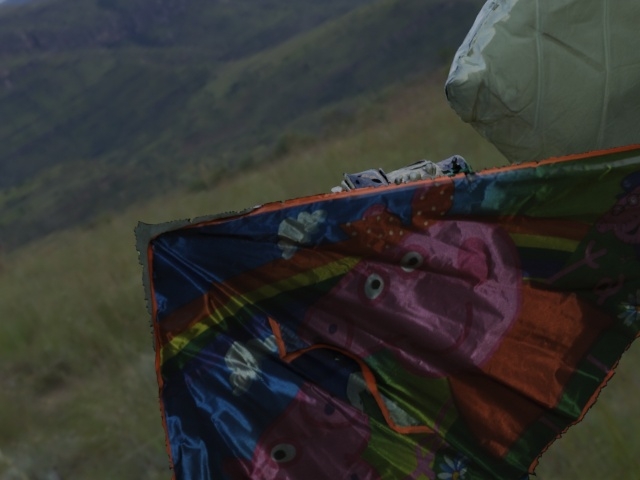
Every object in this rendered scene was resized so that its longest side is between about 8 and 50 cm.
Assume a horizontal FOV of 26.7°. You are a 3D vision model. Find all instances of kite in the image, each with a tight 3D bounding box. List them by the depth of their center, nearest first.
[{"bbox_3d":[0.029,0.050,0.444,0.321,0.234,0.016,-52,30,1],"label":"kite"}]

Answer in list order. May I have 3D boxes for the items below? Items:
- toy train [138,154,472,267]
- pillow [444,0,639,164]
[{"bbox_3d":[0.000,0.000,0.923,0.249,0.053,0.085,-19,-38,-18],"label":"toy train"},{"bbox_3d":[0.204,-0.146,0.853,0.076,0.274,0.281,28,84,42],"label":"pillow"}]
